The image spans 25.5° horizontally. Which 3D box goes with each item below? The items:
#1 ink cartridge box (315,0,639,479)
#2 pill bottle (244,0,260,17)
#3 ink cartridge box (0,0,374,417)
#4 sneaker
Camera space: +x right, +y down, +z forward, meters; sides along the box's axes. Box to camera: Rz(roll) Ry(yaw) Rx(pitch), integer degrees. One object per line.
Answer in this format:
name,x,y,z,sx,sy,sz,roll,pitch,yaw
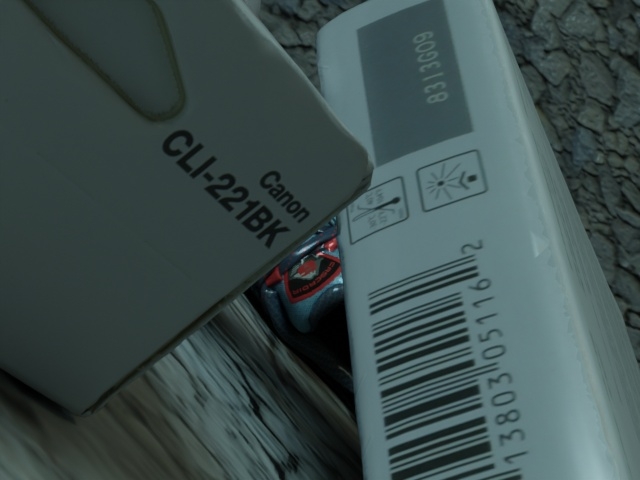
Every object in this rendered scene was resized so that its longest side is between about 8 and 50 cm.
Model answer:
ink cartridge box,0.115,0.117,0.639,0.308,0.091,0.385,-97,163,-48
pill bottle,-0.105,-0.116,0.630,0.221,0.124,0.124,51,5,15
ink cartridge box,-0.127,-0.107,0.401,0.273,0.114,0.197,52,5,41
sneaker,0.000,0.000,0.807,0.262,0.104,0.125,48,7,-9
